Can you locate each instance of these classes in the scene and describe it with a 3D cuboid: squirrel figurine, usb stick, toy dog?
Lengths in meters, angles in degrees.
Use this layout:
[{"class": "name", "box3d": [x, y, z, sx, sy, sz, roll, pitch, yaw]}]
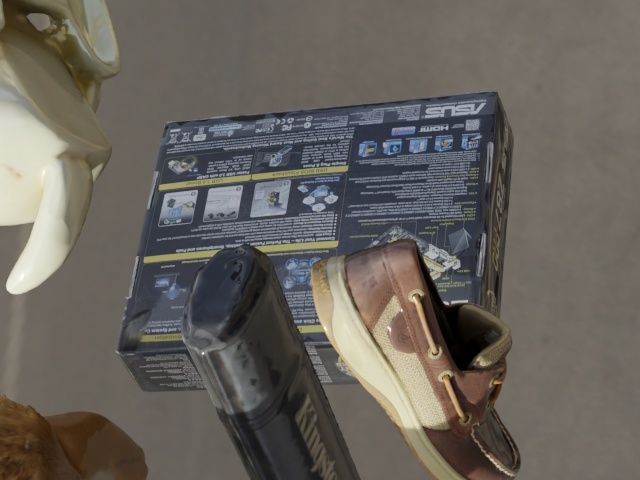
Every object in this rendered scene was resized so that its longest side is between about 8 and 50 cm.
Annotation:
[{"class": "squirrel figurine", "box3d": [-0.384, 0.310, 1.784, 0.370, 0.397, 0.281, -18, 58, 11]}, {"class": "usb stick", "box3d": [-0.019, 0.113, 1.082, 0.045, 0.278, 0.077, 2, 49, 21]}, {"class": "toy dog", "box3d": [-0.400, -0.085, 1.793, 0.408, 0.284, 0.395, -29, 78, 22]}]

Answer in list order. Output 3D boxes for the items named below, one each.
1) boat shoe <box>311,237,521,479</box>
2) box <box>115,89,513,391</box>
[{"class": "boat shoe", "box3d": [0.119, 0.114, 1.675, 0.123, 0.342, 0.123, -26, 40, 15]}, {"class": "box", "box3d": [0.000, 0.000, 2.001, 0.395, 0.097, 0.318, -5, 52, 17]}]
